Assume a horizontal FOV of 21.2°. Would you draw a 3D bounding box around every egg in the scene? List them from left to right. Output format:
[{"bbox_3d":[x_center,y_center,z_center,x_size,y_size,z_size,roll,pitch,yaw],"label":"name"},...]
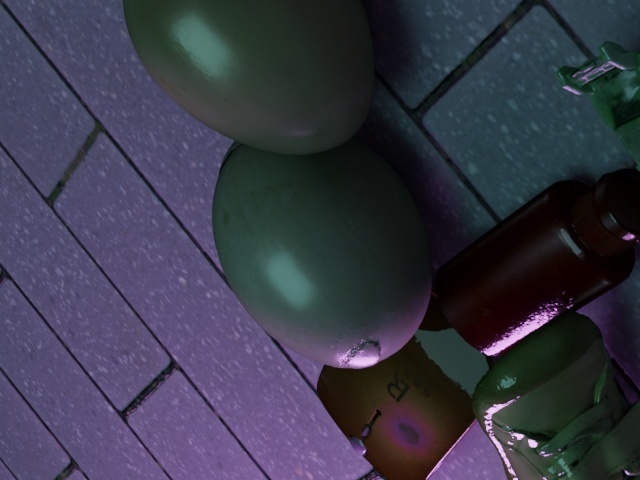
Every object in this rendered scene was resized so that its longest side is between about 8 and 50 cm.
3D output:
[{"bbox_3d":[-0.058,-0.183,1.474,0.253,0.188,0.188,49,147,-2],"label":"egg"},{"bbox_3d":[0.000,0.000,1.569,0.253,0.186,0.186,61,148,14],"label":"egg"}]

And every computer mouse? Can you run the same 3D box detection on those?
[{"bbox_3d":[0.081,0.155,1.722,0.158,0.072,0.310,47,147,12],"label":"computer mouse"}]

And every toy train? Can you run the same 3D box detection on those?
[{"bbox_3d":[0.255,-0.090,1.276,0.149,0.081,0.099,56,146,-4],"label":"toy train"}]

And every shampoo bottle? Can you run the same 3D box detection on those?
[{"bbox_3d":[0.196,0.016,1.460,0.102,0.064,0.260,54,146,3],"label":"shampoo bottle"}]

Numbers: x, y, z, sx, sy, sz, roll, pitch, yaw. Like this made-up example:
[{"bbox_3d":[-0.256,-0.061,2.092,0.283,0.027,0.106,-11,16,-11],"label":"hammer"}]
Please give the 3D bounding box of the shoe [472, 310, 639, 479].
[{"bbox_3d":[0.227,0.164,1.493,0.128,0.140,0.262,31,154,31],"label":"shoe"}]
